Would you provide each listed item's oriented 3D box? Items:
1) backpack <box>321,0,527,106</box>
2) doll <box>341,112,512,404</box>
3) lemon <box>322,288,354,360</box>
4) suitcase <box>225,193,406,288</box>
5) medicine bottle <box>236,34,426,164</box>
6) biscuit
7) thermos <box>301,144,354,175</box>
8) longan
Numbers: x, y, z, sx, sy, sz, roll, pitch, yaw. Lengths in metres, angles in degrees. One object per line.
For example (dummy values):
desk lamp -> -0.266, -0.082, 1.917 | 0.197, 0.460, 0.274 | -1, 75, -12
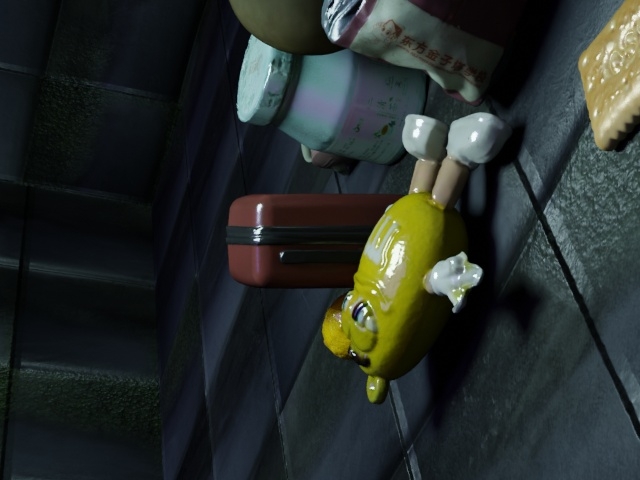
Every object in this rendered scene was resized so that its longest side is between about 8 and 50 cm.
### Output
backpack -> 0.180, -0.383, 1.578 | 0.317, 0.283, 0.197 | -62, 24, 20
doll -> 0.159, 0.002, 1.637 | 0.348, 0.161, 0.423 | 134, 149, -56
lemon -> 0.064, 0.144, 1.907 | 0.155, 0.114, 0.114 | 126, 148, -45
suitcase -> 0.000, 0.000, 1.886 | 0.236, 0.297, 0.161 | 180, 90, -72
medicine bottle -> 0.014, -0.278, 1.986 | 0.245, 0.290, 0.245 | -170, 90, -72
biscuit -> 0.378, -0.233, 1.278 | 0.249, 0.030, 0.160 | 124, 150, -52
thermos -> 0.010, -0.270, 2.245 | 0.176, 0.146, 0.265 | -39, 50, 55
longan -> -0.005, -0.451, 1.764 | 0.319, 0.319, 0.319 | -171, 90, -72
